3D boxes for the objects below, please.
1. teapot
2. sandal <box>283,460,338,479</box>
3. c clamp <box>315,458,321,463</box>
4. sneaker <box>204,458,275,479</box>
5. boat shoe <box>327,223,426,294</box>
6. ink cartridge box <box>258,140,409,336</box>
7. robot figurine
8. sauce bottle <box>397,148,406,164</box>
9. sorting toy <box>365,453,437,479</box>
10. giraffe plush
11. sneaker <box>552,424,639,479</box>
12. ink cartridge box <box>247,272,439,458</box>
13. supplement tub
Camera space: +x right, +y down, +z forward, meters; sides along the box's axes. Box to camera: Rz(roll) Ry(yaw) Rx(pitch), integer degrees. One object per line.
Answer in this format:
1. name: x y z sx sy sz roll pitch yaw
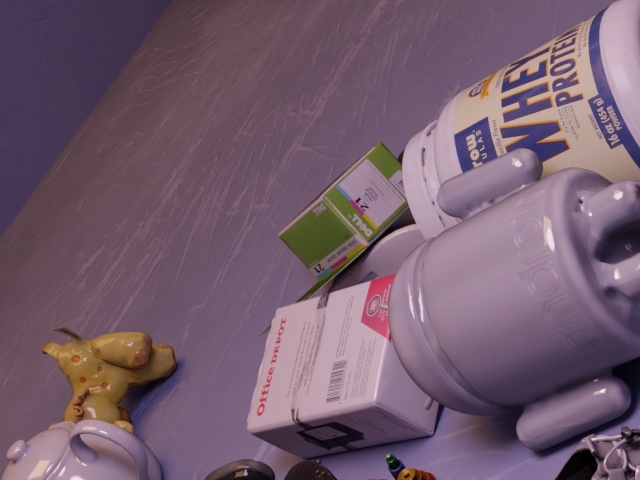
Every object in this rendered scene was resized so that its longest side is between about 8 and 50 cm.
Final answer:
1. teapot: -0.357 0.342 2.042 0.256 0.187 0.252 -46 22 -3
2. sandal: 0.018 0.302 1.659 0.179 0.040 0.067 17 69 50
3. c clamp: -0.069 0.326 1.784 0.161 0.022 0.137 -7 50 57
4. sneaker: -0.127 0.358 1.720 0.227 0.087 0.130 -45 29 28
5. boat shoe: 0.083 0.030 1.985 0.184 0.066 0.063 -45 21 27
6. ink cartridge box: 0.000 0.000 2.008 0.255 0.097 0.189 -43 2 -26
7. robot figurine: 0.212 0.056 1.487 0.353 0.200 0.300 -30 67 36
8. sauce bottle: 0.236 -0.130 1.917 0.344 0.111 0.111 -15 37 51
9. sorting toy: 0.077 0.262 1.576 0.102 0.042 0.061 -14 37 27
10. giraffe plush: -0.334 0.239 2.245 0.181 0.210 0.170 -21 61 40
11. sneaker: 0.275 0.202 1.251 0.281 0.115 0.105 -40 22 -4
12. ink cartridge box: 0.035 0.153 1.745 0.237 0.100 0.172 -19 48 47
13. supplement tub: 0.276 -0.102 1.630 0.325 0.235 0.235 -28 28 36
